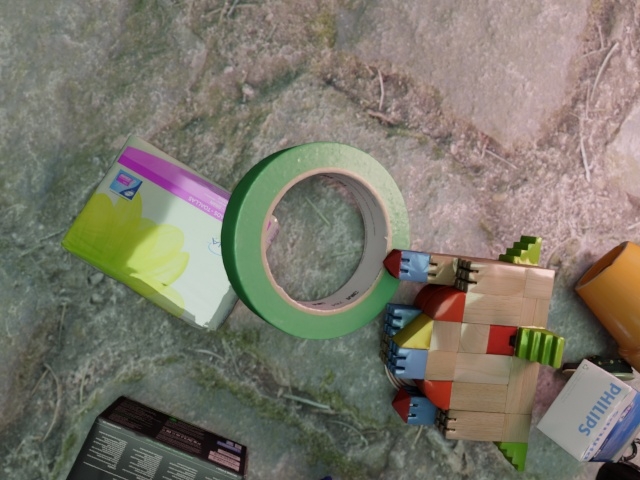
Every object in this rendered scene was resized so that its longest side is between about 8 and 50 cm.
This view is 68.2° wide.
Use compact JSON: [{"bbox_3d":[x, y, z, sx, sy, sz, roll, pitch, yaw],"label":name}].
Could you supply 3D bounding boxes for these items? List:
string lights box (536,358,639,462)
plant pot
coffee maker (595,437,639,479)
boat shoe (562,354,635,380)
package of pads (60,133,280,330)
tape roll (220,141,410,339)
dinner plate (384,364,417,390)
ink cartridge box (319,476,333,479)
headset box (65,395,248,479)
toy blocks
[{"bbox_3d":[0.468,0.291,0.784,0.259,0.077,0.133,28,97,-44],"label":"string lights box"},{"bbox_3d":[0.584,0.109,0.853,0.205,0.205,0.188,-43,74,-8],"label":"plant pot"},{"bbox_3d":[0.576,0.458,0.817,0.120,0.178,0.171,-1,85,-7],"label":"coffee maker"},{"bbox_3d":[0.525,0.243,0.901,0.133,0.049,0.042,2,60,-1],"label":"boat shoe"},{"bbox_3d":[-0.249,-0.005,0.808,0.296,0.101,0.229,30,82,-2],"label":"package of pads"},{"bbox_3d":[0.000,0.000,0.788,0.321,0.077,0.321,-2,95,-28],"label":"tape roll"},{"bbox_3d":[0.186,0.220,0.877,0.141,0.017,0.141,0,86,-6],"label":"dinner plate"},{"bbox_3d":[0.032,0.550,0.702,0.151,0.270,0.395,-19,87,-15],"label":"ink cartridge box"},{"bbox_3d":[-0.284,0.438,0.748,0.246,0.131,0.283,24,83,-4],"label":"headset box"},{"bbox_3d":[0.220,0.171,0.785,0.261,0.191,0.381,6,94,-8],"label":"toy blocks"}]
